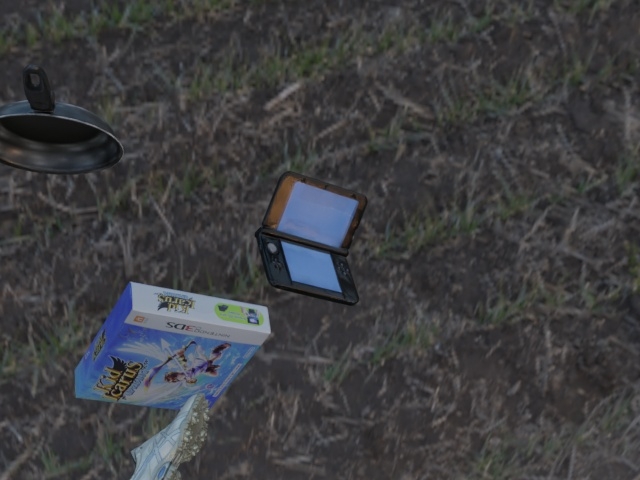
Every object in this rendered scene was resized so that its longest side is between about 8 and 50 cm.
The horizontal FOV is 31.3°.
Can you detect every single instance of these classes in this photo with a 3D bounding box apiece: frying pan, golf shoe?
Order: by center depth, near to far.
[{"bbox_3d":[-0.375,-0.157,1.461,0.197,0.326,0.053,-4,70,13],"label":"frying pan"},{"bbox_3d":[-0.206,0.269,1.493,0.086,0.069,0.176,9,50,20],"label":"golf shoe"}]

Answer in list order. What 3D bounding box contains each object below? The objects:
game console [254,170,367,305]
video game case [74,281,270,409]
[{"bbox_3d":[0.000,0.000,1.206,0.122,0.071,0.107,15,43,-37],"label":"game console"},{"bbox_3d":[-0.251,0.188,1.911,0.244,0.269,0.061,13,46,-26],"label":"video game case"}]
